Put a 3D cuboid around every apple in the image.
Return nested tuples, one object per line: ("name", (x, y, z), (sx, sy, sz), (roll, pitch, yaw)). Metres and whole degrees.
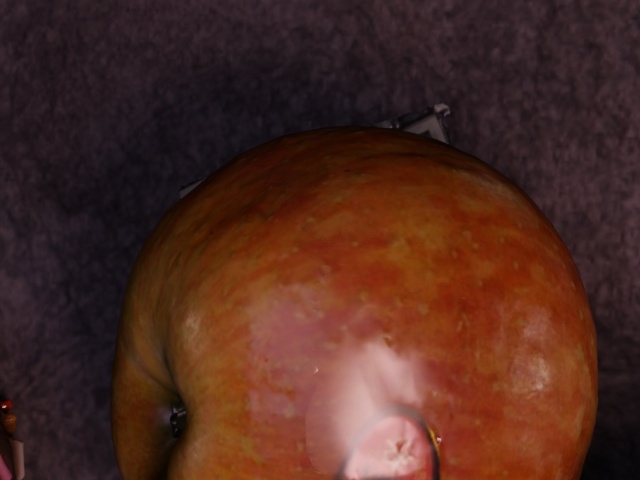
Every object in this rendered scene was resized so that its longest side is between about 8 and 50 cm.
("apple", (0.002, 0.088, 1.041), (0.277, 0.250, 0.309), (3, 76, 52))

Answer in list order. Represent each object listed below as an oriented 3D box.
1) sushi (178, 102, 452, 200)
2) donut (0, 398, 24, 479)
("sushi", (0.000, 0.000, 1.199), (0.201, 0.031, 0.139), (-17, 75, 21))
("donut", (-0.317, 0.191, 1.262), (0.259, 0.136, 0.345), (15, 90, 23))
